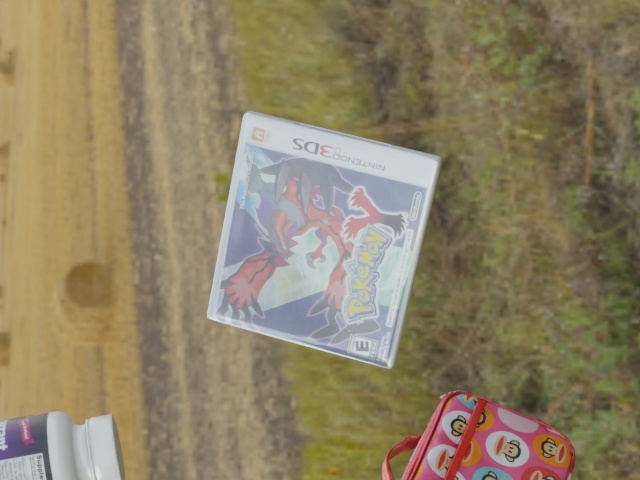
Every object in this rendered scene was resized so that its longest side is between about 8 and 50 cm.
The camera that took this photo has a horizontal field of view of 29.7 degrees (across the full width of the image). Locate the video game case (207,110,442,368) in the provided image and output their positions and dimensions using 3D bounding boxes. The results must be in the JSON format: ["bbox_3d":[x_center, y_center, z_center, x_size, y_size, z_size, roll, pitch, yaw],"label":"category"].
[{"bbox_3d":[0.000,0.000,1.099,0.023,0.183,0.201,-41,-36,-71],"label":"video game case"}]

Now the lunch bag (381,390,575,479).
[{"bbox_3d":[0.215,0.359,1.741,0.293,0.258,0.120,-57,-12,-47],"label":"lunch bag"}]

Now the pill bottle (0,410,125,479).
[{"bbox_3d":[-0.303,0.235,1.242,0.108,0.193,0.108,170,90,-83],"label":"pill bottle"}]
